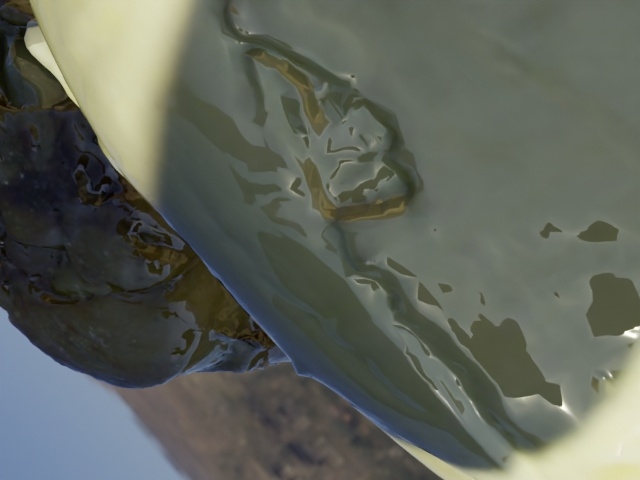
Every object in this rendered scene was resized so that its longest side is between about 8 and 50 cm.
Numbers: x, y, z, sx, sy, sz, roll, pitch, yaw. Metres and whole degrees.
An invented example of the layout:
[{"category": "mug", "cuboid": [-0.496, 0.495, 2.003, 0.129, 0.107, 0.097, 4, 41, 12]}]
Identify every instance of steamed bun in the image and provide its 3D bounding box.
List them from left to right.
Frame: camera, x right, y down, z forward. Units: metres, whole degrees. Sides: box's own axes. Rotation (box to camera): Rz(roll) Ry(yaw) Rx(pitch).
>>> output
[{"category": "steamed bun", "cuboid": [0.079, -0.089, 0.390, 0.232, 0.273, 0.166, 44, -162, -18]}]

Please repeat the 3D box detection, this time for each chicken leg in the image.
[{"category": "chicken leg", "cuboid": [0.000, 0.000, 0.854, 0.429, 0.201, 0.153, 24, 147, -23]}]
